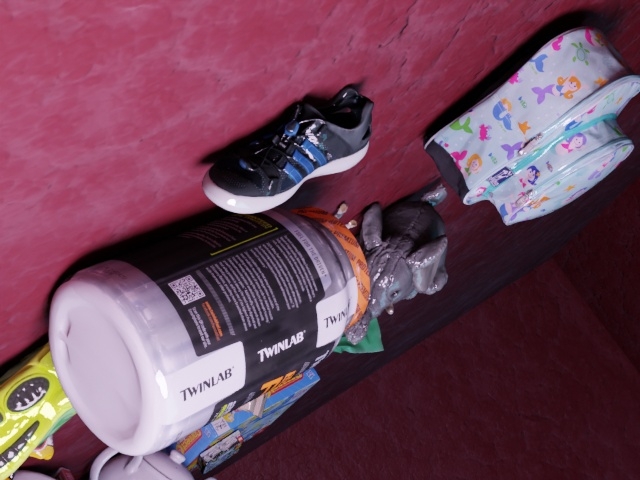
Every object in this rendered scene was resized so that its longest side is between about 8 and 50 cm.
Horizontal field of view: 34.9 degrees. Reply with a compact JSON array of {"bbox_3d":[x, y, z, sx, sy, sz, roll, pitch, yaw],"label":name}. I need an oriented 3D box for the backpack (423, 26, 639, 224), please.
[{"bbox_3d":[0.287,-0.147,1.297,0.253,0.191,0.225,-47,162,27],"label":"backpack"}]

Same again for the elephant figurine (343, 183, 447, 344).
[{"bbox_3d":[0.113,0.029,1.496,0.169,0.186,0.239,-15,-179,14],"label":"elephant figurine"}]

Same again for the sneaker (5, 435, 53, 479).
[{"bbox_3d":[-0.427,0.282,1.231,0.225,0.092,0.088,-33,167,-4],"label":"sneaker"}]

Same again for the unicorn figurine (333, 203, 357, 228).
[{"bbox_3d":[0.000,0.000,1.387,0.162,0.060,0.111,-1,152,-41],"label":"unicorn figurine"}]

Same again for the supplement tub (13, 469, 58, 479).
[{"bbox_3d":[-0.493,0.537,1.561,0.316,0.228,0.228,-50,166,5],"label":"supplement tub"}]

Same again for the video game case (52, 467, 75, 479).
[{"bbox_3d":[-0.442,0.545,1.700,0.204,0.285,0.025,-52,132,4],"label":"video game case"}]

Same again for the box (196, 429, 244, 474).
[{"bbox_3d":[-0.209,0.443,2.125,0.094,0.027,0.137,-31,167,-19],"label":"box"}]

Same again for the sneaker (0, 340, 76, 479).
[{"bbox_3d":[-0.295,0.155,1.141,0.295,0.109,0.123,-34,-167,-19],"label":"sneaker"}]

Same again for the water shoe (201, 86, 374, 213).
[{"bbox_3d":[-0.030,-0.093,0.963,0.203,0.073,0.080,-29,145,-41],"label":"water shoe"}]

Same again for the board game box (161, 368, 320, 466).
[{"bbox_3d":[-0.195,0.386,2.215,0.302,0.086,0.308,-24,163,-41],"label":"board game box"}]

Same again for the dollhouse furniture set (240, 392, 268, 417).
[{"bbox_3d":[-0.167,0.183,1.493,0.161,0.182,0.101,80,24,-76],"label":"dollhouse furniture set"}]

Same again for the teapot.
[{"bbox_3d":[-0.334,0.493,2.001,0.187,0.252,0.256,-56,-176,-4],"label":"teapot"}]

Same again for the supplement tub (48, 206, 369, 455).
[{"bbox_3d":[-0.106,0.078,1.072,0.316,0.193,0.193,-23,163,-41],"label":"supplement tub"}]

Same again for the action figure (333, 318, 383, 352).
[{"bbox_3d":[0.010,0.172,1.937,0.232,0.137,0.063,-12,168,-40],"label":"action figure"}]
